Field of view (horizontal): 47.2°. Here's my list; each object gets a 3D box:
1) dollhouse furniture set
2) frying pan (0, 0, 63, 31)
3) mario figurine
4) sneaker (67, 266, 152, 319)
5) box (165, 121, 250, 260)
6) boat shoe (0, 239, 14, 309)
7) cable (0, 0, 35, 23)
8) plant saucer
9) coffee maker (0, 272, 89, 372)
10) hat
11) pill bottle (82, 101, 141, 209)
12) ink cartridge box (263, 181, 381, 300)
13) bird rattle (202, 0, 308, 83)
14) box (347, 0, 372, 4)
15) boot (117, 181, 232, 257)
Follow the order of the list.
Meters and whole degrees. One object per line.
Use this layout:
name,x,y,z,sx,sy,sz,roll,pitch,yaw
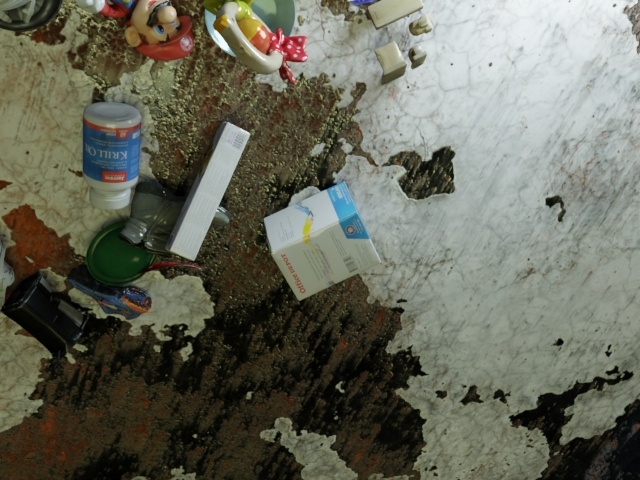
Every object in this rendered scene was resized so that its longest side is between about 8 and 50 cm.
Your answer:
dollhouse furniture set,0.176,-0.461,1.662,0.144,0.123,0.151,-24,89,3
frying pan,-0.614,-0.559,1.412,0.197,0.053,0.326,-8,127,-8
mario figurine,-0.356,-0.495,1.435,0.198,0.170,0.320,-33,121,12
sneaker,-0.543,0.144,1.860,0.221,0.083,0.087,32,119,-24
box,-0.260,-0.115,1.682,0.067,0.063,0.324,24,87,-23
boat shoe,-0.780,0.082,1.774,0.075,0.083,0.226,8,132,-30
cable,-0.618,-0.547,1.329,0.257,0.089,0.257,31,116,-11
plant saucer,-0.151,-0.487,1.565,0.195,0.037,0.195,-6,123,-10
coffee maker,-0.682,0.196,1.803,0.120,0.171,0.178,-30,123,16
hat,-0.439,0.059,1.743,0.208,0.183,0.173,-46,129,0
pill bottle,-0.467,-0.186,1.635,0.124,0.124,0.221,2,122,-14
ink cartridge box,0.000,0.000,1.832,0.232,0.168,0.171,-25,124,3
bird rattle,-0.138,-0.408,1.487,0.143,0.207,0.253,-24,117,25
box,0.088,-0.574,1.569,0.081,0.028,0.136,-13,122,-4
boot,-0.345,-0.028,1.738,0.246,0.161,0.083,16,160,-16
